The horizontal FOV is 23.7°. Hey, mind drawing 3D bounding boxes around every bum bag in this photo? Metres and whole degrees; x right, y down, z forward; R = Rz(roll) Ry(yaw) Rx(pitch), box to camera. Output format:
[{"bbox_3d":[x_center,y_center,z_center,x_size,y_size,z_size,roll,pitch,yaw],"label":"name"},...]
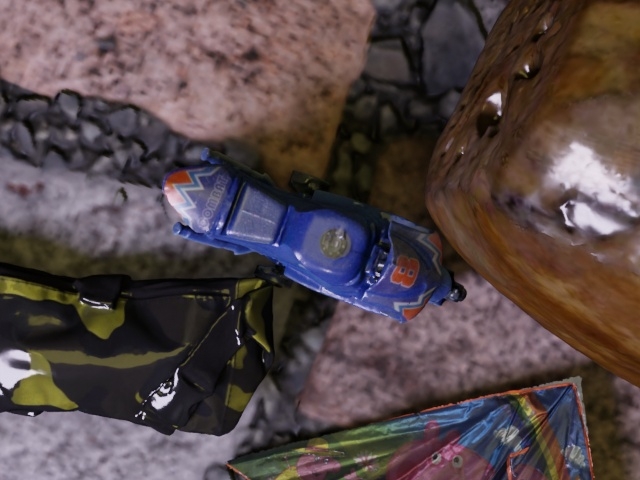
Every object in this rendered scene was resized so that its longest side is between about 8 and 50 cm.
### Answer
[{"bbox_3d":[-0.144,0.064,0.945,0.232,0.060,0.107,4,93,2],"label":"bum bag"}]

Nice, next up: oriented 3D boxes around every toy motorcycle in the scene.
[{"bbox_3d":[0.000,0.000,0.935,0.205,0.114,0.076,21,89,-6],"label":"toy motorcycle"}]

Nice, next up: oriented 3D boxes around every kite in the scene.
[{"bbox_3d":[0.104,0.186,0.981,0.321,0.016,0.234,36,86,0],"label":"kite"}]

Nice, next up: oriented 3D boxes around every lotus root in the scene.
[{"bbox_3d":[0.210,-0.068,0.860,0.250,0.316,0.316,20,88,-4],"label":"lotus root"}]
